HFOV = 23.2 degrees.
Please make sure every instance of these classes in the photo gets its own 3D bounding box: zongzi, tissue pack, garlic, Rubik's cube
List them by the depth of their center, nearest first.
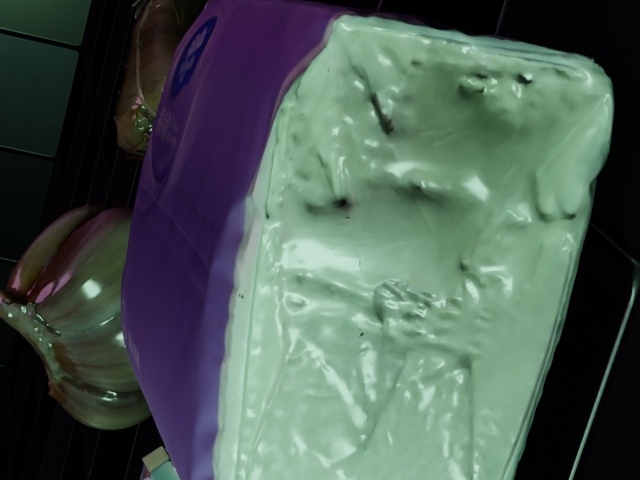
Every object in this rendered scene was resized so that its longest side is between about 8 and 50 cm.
[{"bbox_3d":[0.000,0.000,0.796,0.338,0.160,0.242,-142,63,-74],"label":"tissue pack"},{"bbox_3d":[-0.119,0.207,1.255,0.075,0.073,0.084,153,129,-72],"label":"Rubik's cube"},{"bbox_3d":[-0.187,0.073,1.460,0.191,0.214,0.160,-38,20,-24],"label":"garlic"},{"bbox_3d":[-0.131,-0.190,1.573,0.197,0.099,0.195,-34,46,55],"label":"zongzi"}]

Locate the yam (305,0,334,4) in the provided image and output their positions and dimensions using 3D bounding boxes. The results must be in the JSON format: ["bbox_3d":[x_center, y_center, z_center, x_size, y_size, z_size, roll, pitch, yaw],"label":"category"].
[{"bbox_3d":[-0.016,-0.234,1.202,0.079,0.079,0.141,177,105,-75],"label":"yam"}]
